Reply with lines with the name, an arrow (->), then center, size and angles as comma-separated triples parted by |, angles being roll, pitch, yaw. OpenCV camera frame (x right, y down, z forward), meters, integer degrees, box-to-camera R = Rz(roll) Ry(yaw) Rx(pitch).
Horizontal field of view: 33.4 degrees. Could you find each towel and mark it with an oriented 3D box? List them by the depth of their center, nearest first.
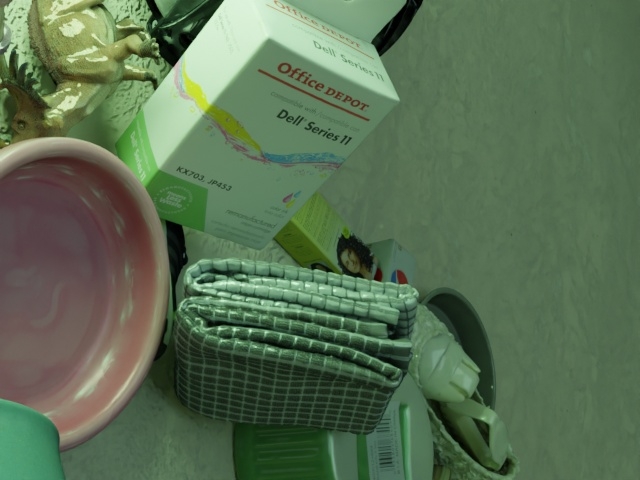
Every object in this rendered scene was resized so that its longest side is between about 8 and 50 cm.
towel -> -0.034, 0.141, 1.281 | 0.235, 0.284, 0.121 | 101, -1, -57

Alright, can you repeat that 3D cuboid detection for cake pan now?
cake pan -> 0.214, 0.230, 1.858 | 0.293, 0.054, 0.293 | 21, 63, -50

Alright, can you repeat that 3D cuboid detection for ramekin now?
ramekin -> 0.032, 0.292, 1.505 | 0.303, 0.148, 0.303 | 21, 63, -50

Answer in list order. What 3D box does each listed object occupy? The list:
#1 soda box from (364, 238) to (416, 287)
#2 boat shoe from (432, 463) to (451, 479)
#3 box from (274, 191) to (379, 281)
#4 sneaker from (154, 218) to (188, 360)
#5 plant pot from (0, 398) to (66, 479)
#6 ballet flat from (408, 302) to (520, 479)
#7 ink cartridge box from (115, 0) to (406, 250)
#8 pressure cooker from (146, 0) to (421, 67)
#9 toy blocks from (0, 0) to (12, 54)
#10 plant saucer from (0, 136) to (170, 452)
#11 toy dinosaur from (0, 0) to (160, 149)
soda box -> 0.095, 0.108, 1.718 | 0.074, 0.069, 0.216 | 41, 49, -41
boat shoe -> 0.113, 0.430, 1.607 | 0.285, 0.089, 0.104 | -47, 161, -47
box -> 0.000, 0.000, 1.628 | 0.232, 0.058, 0.087 | 45, 46, -36
sneaker -> -0.194, 0.034, 1.325 | 0.097, 0.084, 0.234 | 14, 69, -53
plant pot -> -0.325, 0.283, 0.935 | 0.272, 0.272, 0.255 | 34, 41, -44
ballet flat -> 0.210, 0.242, 1.666 | 0.409, 0.147, 0.147 | 59, 39, -32
ink cartridge box -> -0.058, -0.162, 1.254 | 0.207, 0.353, 0.119 | 19, 37, -37
pressure cooker -> -0.044, -0.395, 1.391 | 0.420, 0.376, 0.369 | -67, 165, -54
toy blocks -> -0.396, -0.320, 1.074 | 0.309, 0.260, 0.288 | -20, 66, -31
plant saucer -> -0.298, 0.056, 1.128 | 0.332, 0.084, 0.332 | -11, 103, -56
toy dinosaur -> -0.296, -0.231, 1.249 | 0.127, 0.200, 0.295 | 98, -18, -53
